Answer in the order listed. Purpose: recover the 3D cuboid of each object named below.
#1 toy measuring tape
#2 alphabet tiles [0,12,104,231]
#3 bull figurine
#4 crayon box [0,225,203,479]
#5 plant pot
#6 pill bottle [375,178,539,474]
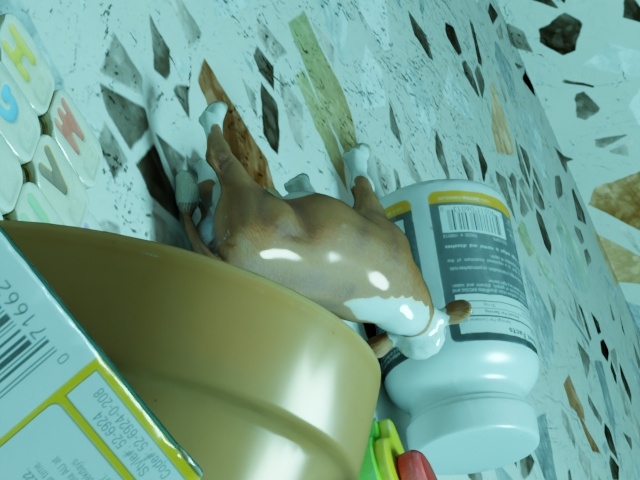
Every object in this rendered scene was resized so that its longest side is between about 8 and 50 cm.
[{"bbox_3d":[0.027,0.172,1.526,0.121,0.121,0.330,28,38,-64],"label":"toy measuring tape"},{"bbox_3d":[-0.206,-0.027,1.175,0.278,0.021,0.284,59,23,-32],"label":"alphabet tiles"},{"bbox_3d":[0.000,0.000,1.512,0.310,0.101,0.188,18,40,-48],"label":"bull figurine"},{"bbox_3d":[-0.228,0.119,0.660,0.083,0.323,0.203,35,-17,50],"label":"crayon box"},{"bbox_3d":[-0.126,0.141,0.892,0.291,0.291,0.203,44,50,-54],"label":"plant pot"},{"bbox_3d":[0.137,0.089,1.823,0.162,0.162,0.278,42,36,-57],"label":"pill bottle"}]
